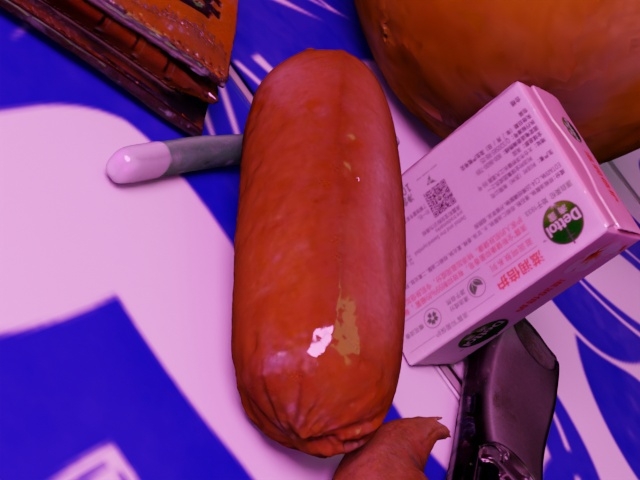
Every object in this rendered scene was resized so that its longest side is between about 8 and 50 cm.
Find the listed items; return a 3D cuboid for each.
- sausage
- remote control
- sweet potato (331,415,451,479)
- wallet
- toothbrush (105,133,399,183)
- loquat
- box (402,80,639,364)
[{"bbox_3d":[0.000,0.000,0.492,0.076,0.076,0.197,32,42,-31],"label":"sausage"},{"bbox_3d":[0.090,0.098,0.567,0.059,0.028,0.212,44,29,-11],"label":"remote control"},{"bbox_3d":[0.034,0.140,0.414,0.055,0.058,0.202,-2,38,-3],"label":"sweet potato"},{"bbox_3d":[-0.106,-0.156,0.568,0.161,0.042,0.195,34,32,-28],"label":"wallet"},{"bbox_3d":[-0.022,-0.047,0.587,0.024,0.018,0.257,54,28,11],"label":"toothbrush"},{"bbox_3d":[0.149,-0.174,0.735,0.263,0.263,0.263,36,32,-26],"label":"loquat"},{"bbox_3d":[0.081,-0.005,0.574,0.043,0.125,0.089,8,51,-53],"label":"box"}]
